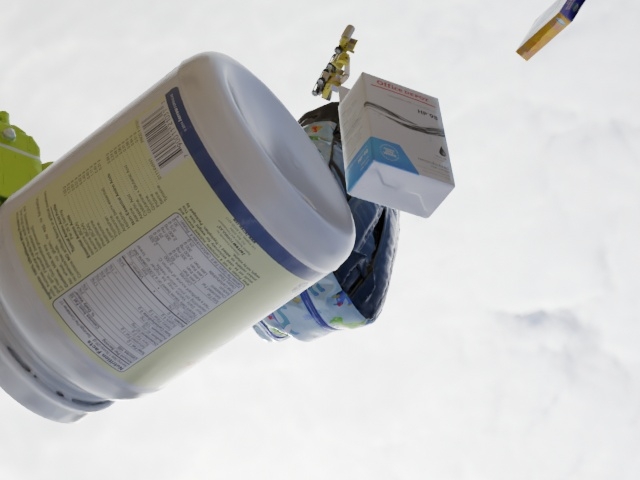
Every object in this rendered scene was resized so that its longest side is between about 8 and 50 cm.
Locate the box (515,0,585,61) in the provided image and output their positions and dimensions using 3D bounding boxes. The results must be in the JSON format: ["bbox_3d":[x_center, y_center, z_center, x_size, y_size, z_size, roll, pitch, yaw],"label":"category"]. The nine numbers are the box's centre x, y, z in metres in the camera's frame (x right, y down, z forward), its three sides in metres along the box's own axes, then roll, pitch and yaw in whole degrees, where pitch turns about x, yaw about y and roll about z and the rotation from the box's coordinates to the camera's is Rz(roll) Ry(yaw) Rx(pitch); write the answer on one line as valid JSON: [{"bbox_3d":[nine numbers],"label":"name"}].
[{"bbox_3d":[0.349,-0.329,1.554,0.081,0.028,0.136,-56,-175,-29],"label":"box"}]

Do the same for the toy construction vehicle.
[{"bbox_3d":[0.025,-0.226,1.368,0.035,0.098,0.086,28,-130,-2],"label":"toy construction vehicle"}]

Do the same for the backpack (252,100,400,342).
[{"bbox_3d":[0.000,0.000,1.595,0.273,0.290,0.355,-21,-149,7],"label":"backpack"}]

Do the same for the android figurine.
[{"bbox_3d":[-0.467,-0.107,1.454,0.056,0.248,0.273,-50,-144,26],"label":"android figurine"}]

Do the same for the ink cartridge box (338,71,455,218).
[{"bbox_3d":[0.081,-0.120,1.173,0.060,0.104,0.180,-54,-150,41],"label":"ink cartridge box"}]

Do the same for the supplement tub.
[{"bbox_3d":[-0.157,0.004,0.986,0.325,0.235,0.235,-35,-149,14],"label":"supplement tub"}]
